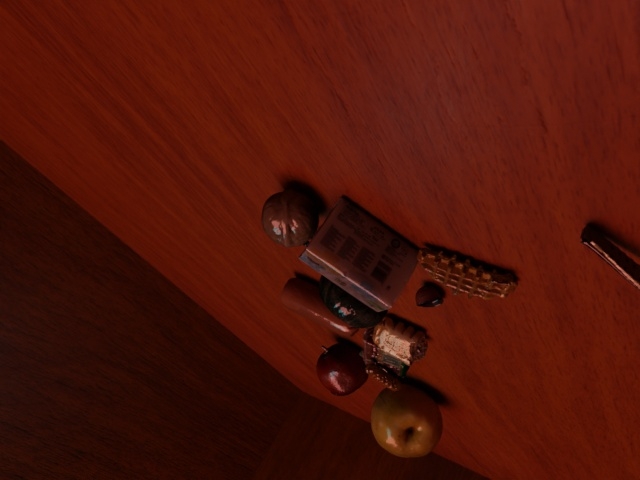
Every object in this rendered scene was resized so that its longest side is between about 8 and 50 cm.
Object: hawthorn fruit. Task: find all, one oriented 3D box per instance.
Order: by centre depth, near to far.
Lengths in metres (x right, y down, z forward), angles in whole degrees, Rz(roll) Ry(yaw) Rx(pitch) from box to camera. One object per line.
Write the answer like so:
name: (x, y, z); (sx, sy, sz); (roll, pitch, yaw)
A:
hawthorn fruit: (0.087, 0.541, 1.878); (0.249, 0.215, 0.215); (50, 154, -4)

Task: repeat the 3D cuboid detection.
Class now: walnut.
walnut: (-0.073, -0.053, 1.061); (0.140, 0.140, 0.162); (29, 168, 9)

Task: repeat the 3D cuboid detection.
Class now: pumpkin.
pumpkin: (0.093, 0.148, 1.205); (0.211, 0.152, 0.211); (46, -172, -8)

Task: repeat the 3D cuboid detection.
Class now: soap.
soap: (0.242, 0.397, 1.546); (0.218, 0.098, 0.273); (24, 154, 20)

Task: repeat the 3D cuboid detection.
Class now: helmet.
helmet: (0.272, 0.139, 1.100); (0.065, 0.049, 0.084); (-23, 156, 25)

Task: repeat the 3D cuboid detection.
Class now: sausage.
sausage: (0.009, 0.228, 1.488); (0.305, 0.121, 0.121); (22, 153, 24)

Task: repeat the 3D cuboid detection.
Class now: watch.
watch: (0.522, 0.040, 0.592); (0.268, 0.102, 0.164); (39, 149, 8)

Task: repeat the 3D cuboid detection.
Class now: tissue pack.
tissue pack: (0.085, 0.041, 1.017); (0.230, 0.159, 0.145); (35, 160, -4)

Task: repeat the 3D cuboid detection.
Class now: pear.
pear: (0.359, 0.752, 1.825); (0.315, 0.314, 0.314); (27, 155, 14)

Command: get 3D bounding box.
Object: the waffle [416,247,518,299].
waffle: (0.313, 0.070, 0.929); (0.192, 0.046, 0.160); (-4, 137, 51)

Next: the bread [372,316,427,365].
bread: (0.253, 0.313, 1.378); (0.177, 0.084, 0.119); (25, 118, 20)

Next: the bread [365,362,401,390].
bread: (0.227, 0.493, 1.569); (0.157, 0.044, 0.052); (37, 146, -15)

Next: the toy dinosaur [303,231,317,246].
toy dinosaur: (0.000, 0.000, 1.166); (0.055, 0.049, 0.154); (41, 149, -23)
